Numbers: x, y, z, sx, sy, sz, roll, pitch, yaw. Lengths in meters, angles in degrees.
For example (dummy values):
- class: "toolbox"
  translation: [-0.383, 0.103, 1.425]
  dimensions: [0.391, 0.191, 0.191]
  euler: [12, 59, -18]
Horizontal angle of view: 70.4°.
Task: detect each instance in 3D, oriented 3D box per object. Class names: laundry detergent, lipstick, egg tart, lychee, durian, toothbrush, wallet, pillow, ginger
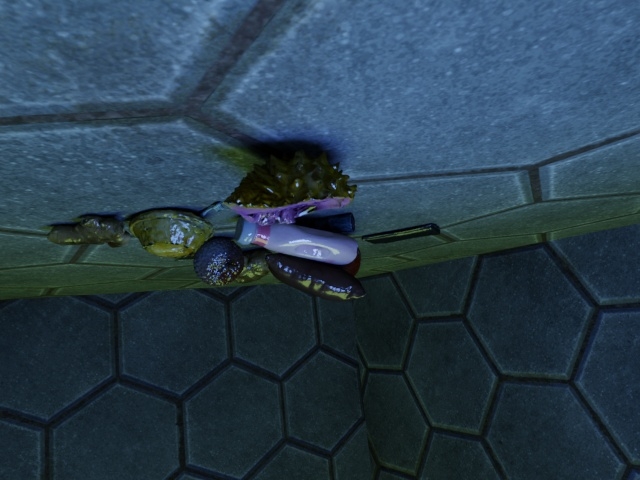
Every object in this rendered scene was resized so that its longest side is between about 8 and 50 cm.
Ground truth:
- class: "laundry detergent"
  translation: [-0.067, 0.000, 1.260]
  dimensions: [0.336, 0.087, 0.159]
  euler: [12, 168, -27]
- class: "lipstick"
  translation: [-0.017, -0.045, 1.348]
  dimensions: [0.235, 0.053, 0.053]
  euler: [-3, 172, 17]
- class: "egg tart"
  translation: [-0.368, -0.011, 1.129]
  dimensions: [0.213, 0.090, 0.212]
  euler: [-2, 164, -1]
- class: "lychee"
  translation: [-0.326, 0.071, 1.468]
  dimensions: [0.165, 0.165, 0.197]
  euler: [0, -164, -35]
- class: "durian"
  translation: [-0.032, -0.098, 0.818]
  dimensions: [0.192, 0.112, 0.341]
  euler: [-18, 177, 13]
- class: "toothbrush"
  translation: [-0.294, -0.061, 1.124]
  dimensions: [0.220, 0.019, 0.016]
  euler: [-16, -154, 49]
- class: "wallet"
  translation: [0.311, -0.020, 1.745]
  dimensions: [0.286, 0.030, 0.146]
  euler: [-9, 167, 27]
- class: "pillow"
  translation: [-0.029, 0.108, 1.405]
  dimensions: [0.306, 0.108, 0.308]
  euler: [20, 176, -5]
- class: "ginger"
  translation: [-0.553, -0.022, 1.084]
  dimensions: [0.214, 0.058, 0.133]
  euler: [3, 162, -1]
- class: "ginger"
  translation: [-0.261, 0.093, 1.807]
  dimensions: [0.219, 0.123, 0.270]
  euler: [-3, 161, -38]

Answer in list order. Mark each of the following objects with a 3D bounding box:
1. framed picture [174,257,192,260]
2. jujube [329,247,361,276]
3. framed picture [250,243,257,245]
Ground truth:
- class: "framed picture"
  translation: [-0.445, 0.050, 1.730]
  dimensions: [0.197, 0.014, 0.252]
  euler: [-2, 170, -25]
- class: "jujube"
  translation: [0.014, 0.061, 1.623]
  dimensions: [0.256, 0.189, 0.190]
  euler: [4, 169, -11]
- class: "framed picture"
  translation: [-0.218, 0.009, 1.646]
  dimensions: [0.066, 0.006, 0.089]
  euler: [-10, 171, 20]
